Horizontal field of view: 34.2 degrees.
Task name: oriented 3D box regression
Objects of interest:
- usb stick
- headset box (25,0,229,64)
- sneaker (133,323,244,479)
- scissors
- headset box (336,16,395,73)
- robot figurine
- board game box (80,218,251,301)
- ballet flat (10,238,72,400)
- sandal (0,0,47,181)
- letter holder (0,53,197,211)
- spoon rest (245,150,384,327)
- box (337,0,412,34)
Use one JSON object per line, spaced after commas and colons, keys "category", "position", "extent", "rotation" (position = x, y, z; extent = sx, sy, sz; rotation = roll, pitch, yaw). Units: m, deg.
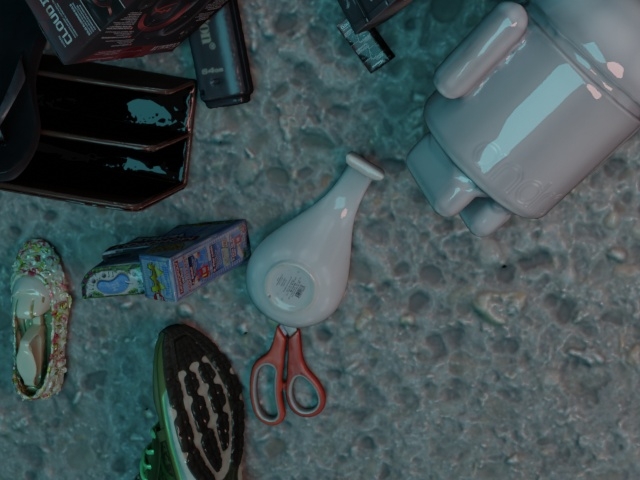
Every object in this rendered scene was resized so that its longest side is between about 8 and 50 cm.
{"category": "usb stick", "position": [-0.145, -0.312, 1.344], "extent": [0.077, 0.045, 0.278], "rotation": [-7, 103, 15]}
{"category": "headset box", "position": [-0.187, -0.318, 1.210], "extent": [0.293, 0.218, 0.110], "rotation": [-33, 87, 31]}
{"category": "sneaker", "position": [-0.209, 0.322, 1.474], "extent": [0.182, 0.158, 0.411], "rotation": [-4, 99, 30]}
{"category": "scissors", "position": [-0.053, 0.118, 1.446], "extent": [0.109, 0.021, 0.297], "rotation": [-1, 104, 11]}
{"category": "headset box", "position": [0.055, -0.255, 1.311], "extent": [0.032, 0.062, 0.083], "rotation": [-34, 95, 17]}
{"category": "robot figurine", "position": [0.263, -0.166, 1.217], "extent": [0.300, 0.200, 0.353], "rotation": [23, 119, -43]}
{"category": "board game box", "position": [-0.210, 0.029, 1.363], "extent": [0.194, 0.194, 0.060], "rotation": [-5, 103, 12]}
{"category": "ballet flat", "position": [-0.405, 0.121, 1.485], "extent": [0.091, 0.077, 0.241], "rotation": [1, 103, 11]}
{"category": "sandal", "position": [-0.388, -0.194, 1.262], "extent": [0.097, 0.054, 0.255], "rotation": [-1, 72, 8]}
{"category": "letter holder", "position": [-0.338, -0.146, 1.334], "extent": [0.301, 0.214, 0.152], "rotation": [11, 105, 8]}
{"category": "spoon rest", "position": [0.000, 0.000, 1.381], "extent": [0.137, 0.084, 0.276], "rotation": [32, 115, 0]}
{"category": "box", "position": [0.041, -0.373, 1.189], "extent": [0.056, 0.183, 0.231], "rotation": [-29, 92, -21]}
